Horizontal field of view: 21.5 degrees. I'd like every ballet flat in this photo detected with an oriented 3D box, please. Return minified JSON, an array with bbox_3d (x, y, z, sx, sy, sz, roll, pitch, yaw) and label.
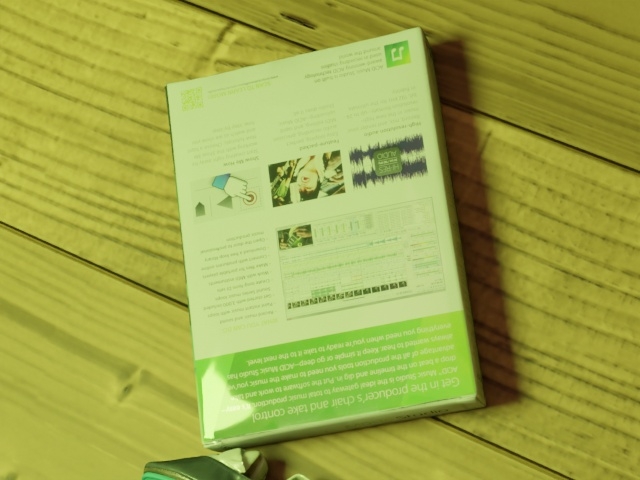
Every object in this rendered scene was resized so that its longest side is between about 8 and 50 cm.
[{"bbox_3d":[-0.046,0.210,1.352,0.203,0.074,0.074,22,82,25],"label":"ballet flat"}]

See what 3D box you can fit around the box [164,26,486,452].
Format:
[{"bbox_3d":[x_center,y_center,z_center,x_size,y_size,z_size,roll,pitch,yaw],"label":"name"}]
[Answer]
[{"bbox_3d":[0.000,0.000,1.399,0.232,0.058,0.322,-11,71,13],"label":"box"}]
